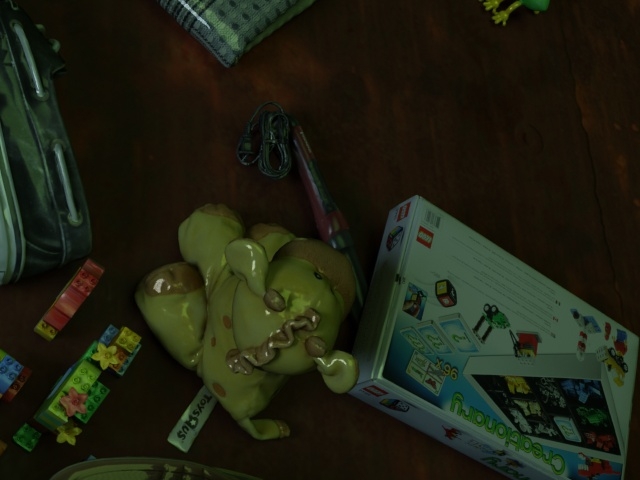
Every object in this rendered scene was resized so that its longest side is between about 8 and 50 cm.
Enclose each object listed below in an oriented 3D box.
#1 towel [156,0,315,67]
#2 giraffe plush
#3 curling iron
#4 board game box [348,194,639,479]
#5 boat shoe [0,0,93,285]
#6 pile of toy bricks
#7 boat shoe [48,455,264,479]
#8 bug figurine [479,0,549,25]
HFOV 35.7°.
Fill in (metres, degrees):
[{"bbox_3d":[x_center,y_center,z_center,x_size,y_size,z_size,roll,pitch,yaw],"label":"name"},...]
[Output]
[{"bbox_3d":[-0.103,-0.363,1.009,0.312,0.056,0.324,45,58,-3],"label":"towel"},{"bbox_3d":[-0.043,0.056,0.786,0.181,0.170,0.210,24,60,-20],"label":"giraffe plush"},{"bbox_3d":[0.000,0.000,0.921,0.068,0.035,0.274,-27,89,-14],"label":"curling iron"},{"bbox_3d":[0.174,0.114,0.942,0.305,0.053,0.193,31,58,-22],"label":"board game box"},{"bbox_3d":[-0.262,-0.128,0.786,0.119,0.121,0.335,-9,86,-40],"label":"boat shoe"},{"bbox_3d":[-0.188,0.116,0.718,0.118,0.105,0.212,37,57,-12],"label":"pile of toy bricks"},{"bbox_3d":[-0.073,0.221,0.736,0.302,0.098,0.109,17,77,-30],"label":"boat shoe"},{"bbox_3d":[0.243,-0.380,1.190,0.279,0.072,0.216,-30,87,-35],"label":"bug figurine"}]
